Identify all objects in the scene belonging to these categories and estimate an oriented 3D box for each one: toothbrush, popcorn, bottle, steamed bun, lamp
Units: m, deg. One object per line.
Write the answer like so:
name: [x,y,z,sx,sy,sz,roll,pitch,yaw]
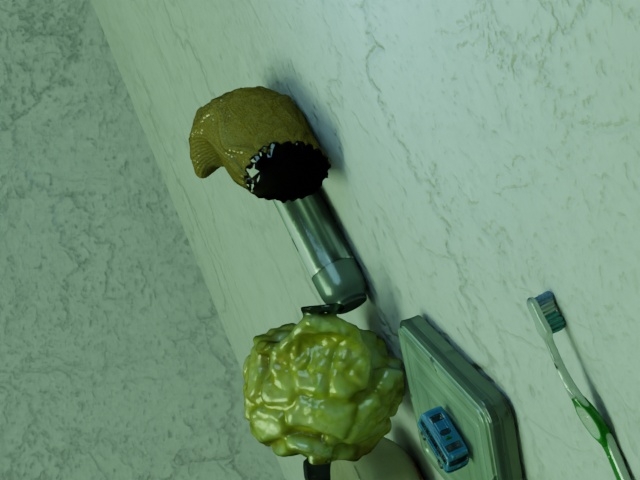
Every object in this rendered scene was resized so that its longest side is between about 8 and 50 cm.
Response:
toothbrush: [0.286,0.196,1.203,0.304,0.030,0.030,67,166,2]
popcorn: [0.013,0.239,1.854,0.293,0.293,0.237,129,135,-75]
bottle: [0.000,0.000,1.898,0.096,0.079,0.253,10,-132,-60]
steamed bun: [0.114,0.451,2.028,0.232,0.145,0.231,172,90,-74]
lamp: [0.199,0.267,1.613,0.266,0.047,0.269,-133,25,-56]

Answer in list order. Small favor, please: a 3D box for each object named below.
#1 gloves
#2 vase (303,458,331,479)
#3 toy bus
gloves: [-0.104,-0.165,1.833,0.356,0.203,0.155,30,119,60]
vase: [0.107,0.558,2.278,0.251,0.156,0.300,1,122,47]
toy bus: [0.167,0.268,1.558,0.083,0.038,0.046,59,160,31]
